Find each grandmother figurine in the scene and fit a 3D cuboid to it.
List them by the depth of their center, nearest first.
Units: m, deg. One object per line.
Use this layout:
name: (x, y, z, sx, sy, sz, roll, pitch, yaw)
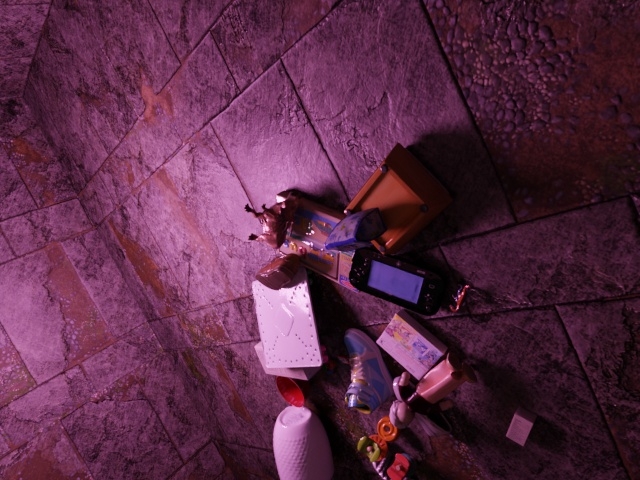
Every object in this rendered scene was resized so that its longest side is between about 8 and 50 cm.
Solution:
grandmother figurine: (0.352, 0.521, 1.491, 0.208, 0.104, 0.342, 39, 116, 4)

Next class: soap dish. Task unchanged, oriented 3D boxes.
soap dish: (0.217, -0.108, 1.319, 0.229, 0.118, 0.291, 49, 136, 10)

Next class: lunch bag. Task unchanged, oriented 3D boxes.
lunch bag: (0.099, -0.022, 1.278, 0.128, 0.151, 0.096, -17, 101, 46)

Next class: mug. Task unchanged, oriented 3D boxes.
mug: (-0.109, 0.979, 2.179, 0.374, 0.276, 0.328, -150, 47, -69)

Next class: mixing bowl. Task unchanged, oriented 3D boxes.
mixing bowl: (-0.116, 0.695, 2.111, 0.181, 0.098, 0.181, 21, 126, 33)

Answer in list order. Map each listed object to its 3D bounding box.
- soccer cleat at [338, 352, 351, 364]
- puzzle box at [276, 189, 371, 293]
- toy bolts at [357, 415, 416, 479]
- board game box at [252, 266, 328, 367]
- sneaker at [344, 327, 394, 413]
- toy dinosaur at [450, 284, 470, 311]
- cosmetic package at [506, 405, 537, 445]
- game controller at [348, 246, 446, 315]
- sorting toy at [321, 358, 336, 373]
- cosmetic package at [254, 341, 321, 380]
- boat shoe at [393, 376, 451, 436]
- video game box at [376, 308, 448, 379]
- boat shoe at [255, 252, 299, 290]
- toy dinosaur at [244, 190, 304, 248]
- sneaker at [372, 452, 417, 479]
soccer cleat: (0.108, 0.502, 1.845, 0.083, 0.029, 0.036, 17, 133, 39)
puzzle box: (0.000, 0.000, 1.633, 0.409, 0.052, 0.272, 24, 128, 31)
toy bolts: (0.310, 0.860, 1.826, 0.228, 0.158, 0.218, 35, 93, 36)
board game box: (-0.138, 0.334, 1.863, 0.390, 0.050, 0.390, -20, 78, 47)
sneaker: (0.148, 0.510, 1.677, 0.127, 0.208, 0.319, -30, 91, 49)
toy dinosaur: (0.419, 0.175, 1.333, 0.047, 0.090, 0.082, 20, 82, 21)
cosmetic package: (0.636, 0.588, 1.393, 0.060, 0.041, 0.115, 26, 129, 31)
game controller: (0.245, 0.129, 1.437, 0.319, 0.067, 0.166, 19, 128, 20)
sorting toy: (0.043, 0.548, 1.929, 0.102, 0.042, 0.061, -34, 73, 59)
cosmetic package: (-0.153, 0.538, 2.045, 0.309, 0.113, 0.160, -9, 107, 45)
boat shoe: (0.375, 0.603, 1.608, 0.267, 0.096, 0.088, 55, 134, 2)
video game box: (0.318, 0.368, 1.556, 0.205, 0.048, 0.187, 40, 137, 18)
boat shoe: (-0.165, 0.125, 1.777, 0.110, 0.104, 0.307, 41, 153, -17)
toy dinosaur: (-0.163, -0.048, 1.634, 0.200, 0.127, 0.296, 25, 134, 22)
sneaker: (0.331, 1.032, 1.897, 0.292, 0.110, 0.118, 39, 144, 19)
